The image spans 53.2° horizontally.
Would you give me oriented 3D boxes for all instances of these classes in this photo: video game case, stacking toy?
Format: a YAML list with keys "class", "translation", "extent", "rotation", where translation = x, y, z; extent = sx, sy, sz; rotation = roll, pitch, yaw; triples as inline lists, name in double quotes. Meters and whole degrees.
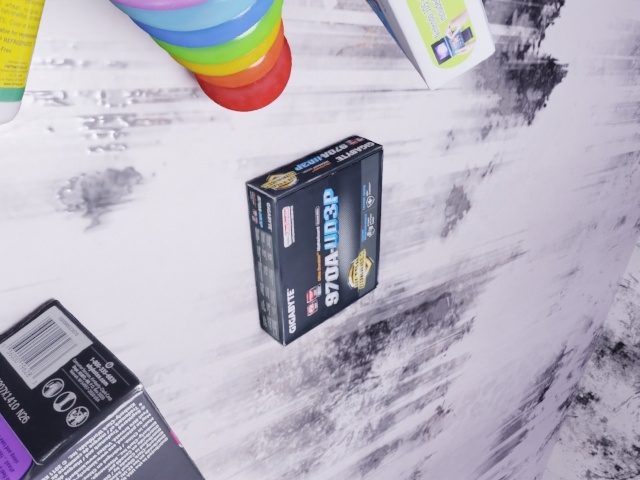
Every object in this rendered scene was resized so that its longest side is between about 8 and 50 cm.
- class: "video game case"
  translation: [0.010, -0.274, 0.456]
  extent: [0.061, 0.270, 0.244]
  rotation: [-31, 142, 9]
- class: "stacking toy"
  translation: [-0.079, -0.180, 0.457]
  extent: [0.141, 0.141, 0.330]
  rotation: [-57, 175, -3]

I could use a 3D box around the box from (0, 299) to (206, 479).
- class: "box"
  translation: [-0.213, 0.216, 0.603]
  extent: [0.143, 0.165, 0.270]
  rotation: [-39, 138, -25]

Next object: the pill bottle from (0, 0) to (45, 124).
- class: "pill bottle"
  translation: [-0.218, -0.184, 0.375]
  extent: [0.117, 0.117, 0.208]
  rotation: [5, 111, -49]

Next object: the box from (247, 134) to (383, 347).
- class: "box"
  translation: [0.000, 0.000, 0.791]
  extent: [0.175, 0.051, 0.220]
  rotation: [-28, 133, -34]
